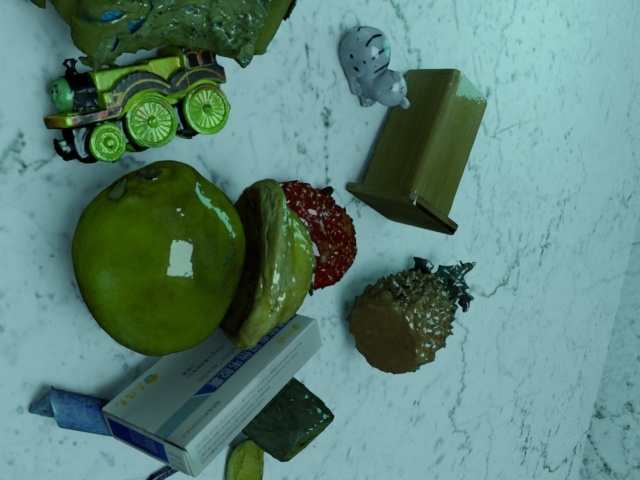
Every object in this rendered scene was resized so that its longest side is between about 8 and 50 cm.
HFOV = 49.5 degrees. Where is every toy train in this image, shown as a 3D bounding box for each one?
[{"bbox_3d":[-0.273,-0.213,1.058,0.296,0.100,0.161,-24,112,-36],"label":"toy train"},{"bbox_3d":[-0.294,0.438,1.306,0.083,0.017,0.017,-22,115,-38],"label":"toy train"}]

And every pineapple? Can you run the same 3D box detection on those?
[{"bbox_3d":[0.234,0.141,1.603,0.357,0.223,0.223,-35,126,-42],"label":"pineapple"}]

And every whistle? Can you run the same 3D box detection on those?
[{"bbox_3d":[-0.344,0.308,1.184,0.304,0.062,0.062,30,82,-45],"label":"whistle"}]

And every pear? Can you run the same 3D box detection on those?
[{"bbox_3d":[-0.239,0.028,1.057,0.269,0.269,0.321,-21,134,-38],"label":"pear"}]

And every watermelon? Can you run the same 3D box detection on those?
[{"bbox_3d":[-0.138,0.473,1.421,0.075,0.092,0.182,-10,102,-56],"label":"watermelon"}]

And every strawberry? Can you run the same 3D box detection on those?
[{"bbox_3d":[0.000,0.000,1.366,0.306,0.137,0.233,-3,104,-42],"label":"strawberry"}]

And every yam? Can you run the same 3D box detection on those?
[{"bbox_3d":[-0.102,0.305,1.316,0.154,0.254,0.154,-38,149,-27],"label":"yam"}]

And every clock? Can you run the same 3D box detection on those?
[{"bbox_3d":[0.113,-0.341,1.373,0.080,0.117,0.176,-44,129,-26],"label":"clock"}]

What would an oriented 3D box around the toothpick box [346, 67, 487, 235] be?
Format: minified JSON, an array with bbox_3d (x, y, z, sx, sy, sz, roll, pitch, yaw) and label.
[{"bbox_3d":[0.224,-0.196,1.490,0.187,0.190,0.308,30,78,-43],"label":"toothpick box"}]

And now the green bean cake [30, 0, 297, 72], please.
[{"bbox_3d":[-0.219,-0.341,0.960,0.310,0.202,0.285,-38,87,-29],"label":"green bean cake"}]

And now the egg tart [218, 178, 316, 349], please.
[{"bbox_3d":[-0.094,0.040,1.172,0.115,0.290,0.290,10,96,-26],"label":"egg tart"}]

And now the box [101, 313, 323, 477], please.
[{"bbox_3d":[-0.174,0.230,1.182,0.343,0.200,0.065,-40,130,-41],"label":"box"}]
